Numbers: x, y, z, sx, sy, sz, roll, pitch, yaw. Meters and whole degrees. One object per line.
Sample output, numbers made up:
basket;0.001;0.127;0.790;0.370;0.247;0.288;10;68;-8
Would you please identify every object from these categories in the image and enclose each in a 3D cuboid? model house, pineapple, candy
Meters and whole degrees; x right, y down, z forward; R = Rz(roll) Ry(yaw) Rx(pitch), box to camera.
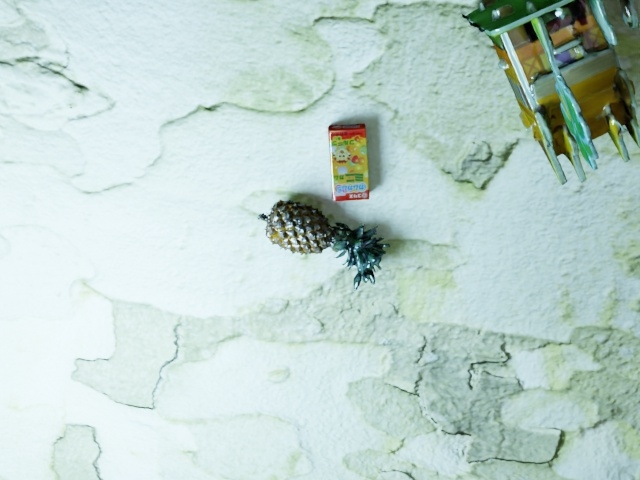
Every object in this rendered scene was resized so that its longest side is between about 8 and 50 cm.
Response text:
model house;0.389;-0.235;1.599;0.242;0.358;0.313;-27;103;6
pineapple;0.001;0.000;1.811;0.221;0.103;0.083;21;139;-7
candy;0.046;-0.127;1.800;0.062;0.038;0.122;-3;107;2
